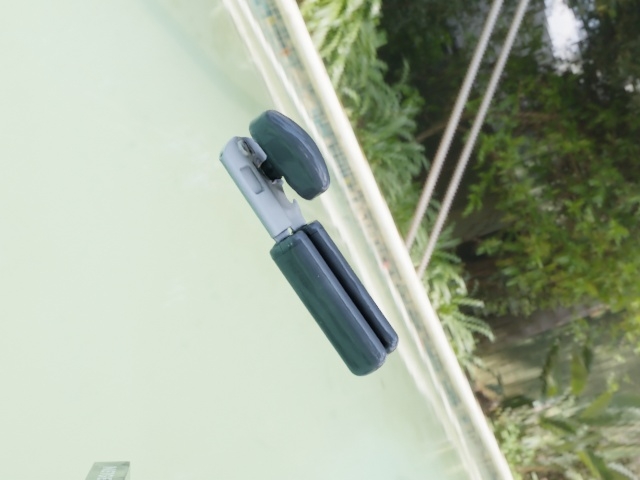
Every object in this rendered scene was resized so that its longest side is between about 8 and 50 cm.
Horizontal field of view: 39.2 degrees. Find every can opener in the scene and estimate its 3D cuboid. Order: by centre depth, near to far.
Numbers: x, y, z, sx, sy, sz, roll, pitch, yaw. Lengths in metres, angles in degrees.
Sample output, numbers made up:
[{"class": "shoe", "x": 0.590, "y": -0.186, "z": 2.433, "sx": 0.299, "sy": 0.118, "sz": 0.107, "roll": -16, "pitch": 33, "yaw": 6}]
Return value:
[{"class": "can opener", "x": 0.000, "y": 0.000, "z": 0.919, "sx": 0.283, "sy": 0.095, "sz": 0.076, "roll": 55, "pitch": 31, "yaw": -1}]

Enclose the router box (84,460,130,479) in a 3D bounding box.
[{"class": "router box", "x": -0.222, "y": 0.309, "z": 0.924, "sx": 0.179, "sy": 0.046, "sz": 0.133, "roll": 156, "pitch": -65, "yaw": -80}]
